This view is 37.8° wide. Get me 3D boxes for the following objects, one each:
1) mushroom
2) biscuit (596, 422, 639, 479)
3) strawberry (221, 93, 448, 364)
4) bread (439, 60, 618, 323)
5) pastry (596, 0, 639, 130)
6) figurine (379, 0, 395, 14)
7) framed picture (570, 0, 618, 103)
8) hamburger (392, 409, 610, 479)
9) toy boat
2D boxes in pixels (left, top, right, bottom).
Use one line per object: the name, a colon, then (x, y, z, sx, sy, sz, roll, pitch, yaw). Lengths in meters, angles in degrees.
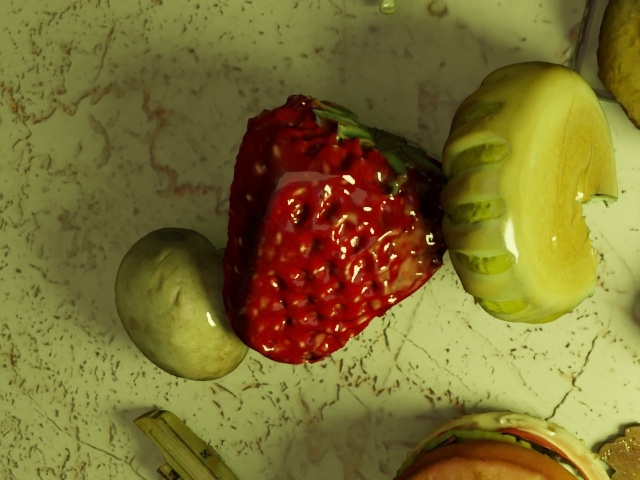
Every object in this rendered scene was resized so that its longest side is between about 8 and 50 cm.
mushroom: (-0.201, 0.099, 1.403, 0.255, 0.184, 0.254, 25, 139, 24)
biscuit: (0.453, 0.319, 1.304, 0.119, 0.019, 0.129, -14, 91, 18)
strawberry: (0.000, 0.000, 1.281, 0.345, 0.318, 0.295, -59, 42, 18)
bread: (0.253, -0.065, 1.191, 0.160, 0.333, 0.333, 2, 97, 42)
pastry: (0.507, -0.246, 1.121, 0.356, 0.164, 0.355, 3, 95, 37)
figurine: (0.148, -0.475, 1.220, 0.226, 0.275, 0.394, 48, 137, 24)
framed picture: (0.438, -0.294, 1.249, 0.173, 0.010, 0.231, 15, 100, 15)
hamburger: (0.238, 0.397, 1.261, 0.330, 0.250, 0.329, 3, 97, 21)
toy boat: (-0.213, 0.362, 1.495, 0.226, 0.068, 0.088, 42, 112, 9)
